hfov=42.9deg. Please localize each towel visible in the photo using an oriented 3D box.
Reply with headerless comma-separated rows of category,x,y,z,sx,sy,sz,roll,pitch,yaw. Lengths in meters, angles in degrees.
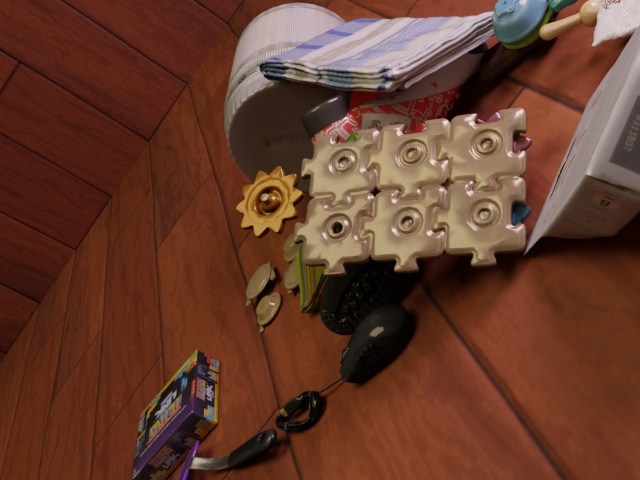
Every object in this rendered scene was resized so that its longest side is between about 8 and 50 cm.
towel,0.072,-0.251,1.053,0.209,0.034,0.285,-33,30,-27
towel,0.000,0.000,1.028,0.237,0.021,0.102,113,152,-58

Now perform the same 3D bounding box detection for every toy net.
toy net,0.281,-0.259,0.876,0.122,0.045,0.232,-58,36,1

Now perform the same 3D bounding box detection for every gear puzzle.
gear puzzle,0.058,-0.040,0.880,0.339,0.044,0.175,-5,66,25

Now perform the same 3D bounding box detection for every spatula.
spatula,-0.135,0.292,1.080,0.296,0.030,0.084,-33,31,46

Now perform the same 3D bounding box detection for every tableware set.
tableware set,-0.061,0.056,1.242,0.168,0.020,0.141,-47,27,21

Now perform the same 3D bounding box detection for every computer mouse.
computer mouse,0.015,0.150,0.941,0.242,0.041,0.071,-46,26,29

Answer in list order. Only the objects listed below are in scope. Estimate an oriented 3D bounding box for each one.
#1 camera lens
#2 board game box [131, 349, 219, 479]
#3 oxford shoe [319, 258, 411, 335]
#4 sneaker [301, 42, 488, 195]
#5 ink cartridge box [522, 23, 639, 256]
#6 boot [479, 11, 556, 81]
camera lens,-0.037,-0.232,1.295,0.219,0.219,0.274,-44,26,30
board game box,-0.223,0.275,1.258,0.170,0.048,0.141,-49,23,22
oxford shoe,0.078,0.014,0.964,0.227,0.083,0.096,-56,-2,13
sneaker,0.121,-0.145,1.039,0.270,0.145,0.090,-26,0,-17
ink cartridge box,0.252,-0.085,0.695,0.189,0.066,0.232,-63,-13,-14
boot,0.242,-0.258,1.006,0.114,0.037,0.106,-38,28,49
